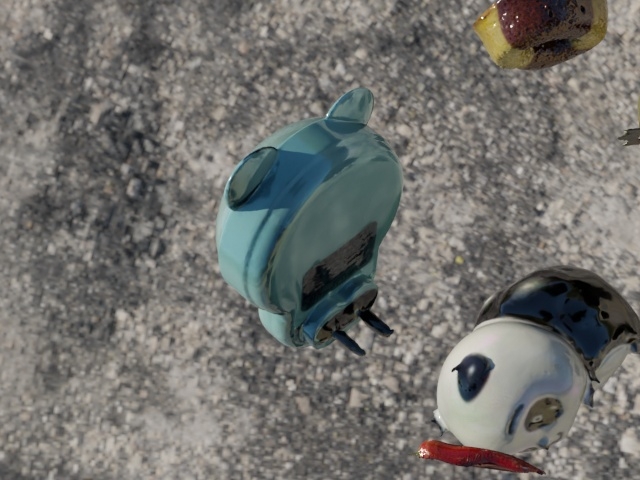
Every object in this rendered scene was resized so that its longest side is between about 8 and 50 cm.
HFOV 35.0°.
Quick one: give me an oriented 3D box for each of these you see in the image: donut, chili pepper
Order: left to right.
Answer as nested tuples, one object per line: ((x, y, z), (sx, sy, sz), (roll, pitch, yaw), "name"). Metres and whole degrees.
((0.200, 0.279, 1.302), (0.178, 0.045, 0.027), (7, 81, 19), "chili pepper")
((0.293, -0.276, 1.312), (0.166, 0.184, 0.073), (-24, 76, 46), "donut")

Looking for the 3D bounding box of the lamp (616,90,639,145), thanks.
((0.558, -0.182, 1.453), (0.284, 0.250, 0.250), (-20, 59, -9), "lamp")

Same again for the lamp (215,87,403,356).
((-0.008, -0.006, 1.020), (0.209, 0.284, 0.147), (-34, 39, -25), "lamp")

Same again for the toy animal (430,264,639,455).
((0.312, 0.193, 1.536), (0.251, 0.310, 0.251), (34, 139, 35), "toy animal")
